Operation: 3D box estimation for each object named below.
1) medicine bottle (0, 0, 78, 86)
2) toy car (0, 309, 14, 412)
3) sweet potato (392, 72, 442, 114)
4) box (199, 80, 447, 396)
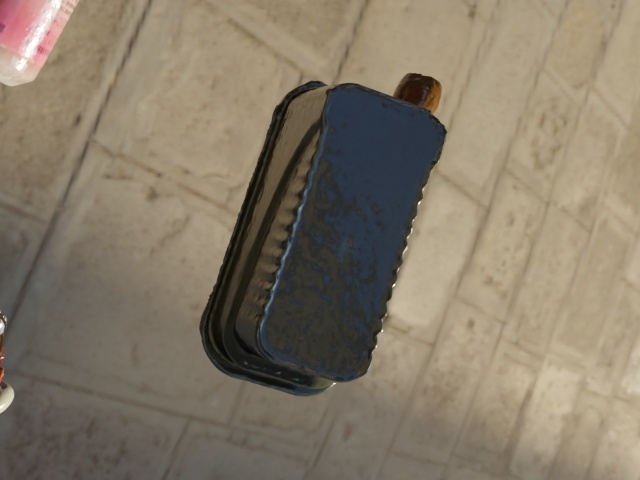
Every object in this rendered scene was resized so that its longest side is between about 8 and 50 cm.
[{"bbox_3d":[-0.276,-0.276,1.085,0.147,0.147,0.247,26,94,-53],"label":"medicine bottle"},{"bbox_3d":[-0.203,0.095,0.528,0.139,0.112,0.112,-79,170,-64],"label":"toy car"},{"bbox_3d":[0.089,-0.131,1.193,0.117,0.049,0.049,-58,144,-44],"label":"sweet potato"},{"bbox_3d":[0.000,0.000,0.974,0.138,0.178,0.274,17,89,-11],"label":"box"}]
